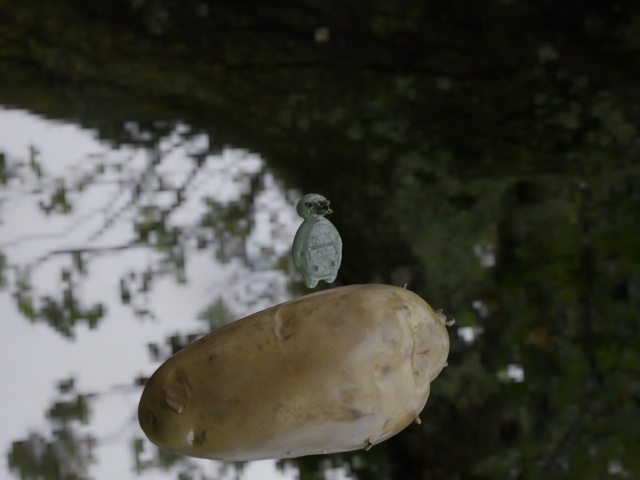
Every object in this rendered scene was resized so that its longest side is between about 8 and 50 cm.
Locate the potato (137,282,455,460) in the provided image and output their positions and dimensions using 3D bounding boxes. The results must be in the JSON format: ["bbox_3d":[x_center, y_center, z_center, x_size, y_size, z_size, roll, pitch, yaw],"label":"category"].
[{"bbox_3d":[-0.013,0.108,1.388,0.161,0.234,0.128,-46,-123,56],"label":"potato"}]

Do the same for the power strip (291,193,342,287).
[{"bbox_3d":[0.000,0.000,1.637,0.035,0.055,0.083,7,-73,51],"label":"power strip"}]
